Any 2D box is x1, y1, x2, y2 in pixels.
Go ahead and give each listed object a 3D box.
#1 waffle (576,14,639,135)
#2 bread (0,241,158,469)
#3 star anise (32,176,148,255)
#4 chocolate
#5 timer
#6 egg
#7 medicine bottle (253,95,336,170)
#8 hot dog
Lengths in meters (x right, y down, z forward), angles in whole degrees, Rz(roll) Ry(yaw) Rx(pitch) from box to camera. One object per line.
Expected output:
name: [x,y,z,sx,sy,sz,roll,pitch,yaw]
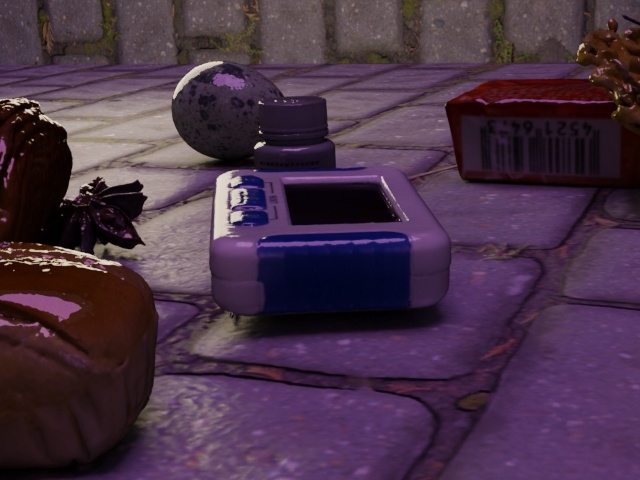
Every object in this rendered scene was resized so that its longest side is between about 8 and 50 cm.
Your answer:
waffle: [0.396,-0.126,1.110,0.262,0.060,0.280,-10,51,-44]
bread: [-0.211,0.061,0.616,0.236,0.106,0.140,-1,16,7]
star anise: [-0.207,-0.015,1.018,0.129,0.056,0.124,16,48,40]
chocolate: [0.294,-0.137,1.307,0.237,0.108,0.235,2,15,22]
timer: [0.000,0.000,0.878,0.178,0.078,0.253,-1,15,-3]
egg: [-0.119,-0.173,1.462,0.172,0.132,0.132,14,19,19]
medicine bottle: [-0.025,-0.071,1.047,0.080,0.130,0.080,-3,14,1]
hot dog: [-0.293,-0.022,0.881,0.196,0.122,0.272,-35,13,11]
